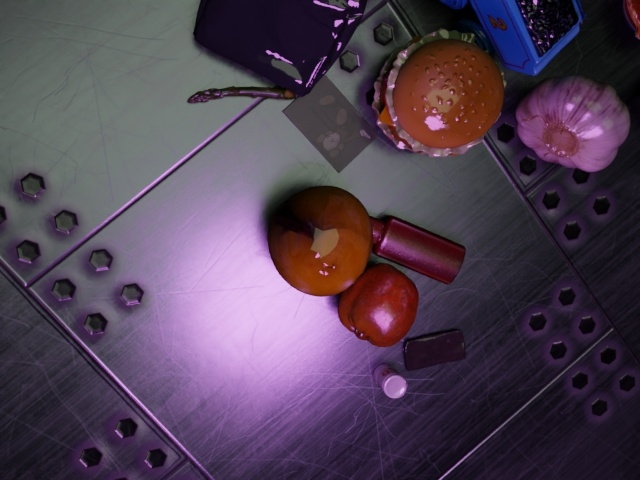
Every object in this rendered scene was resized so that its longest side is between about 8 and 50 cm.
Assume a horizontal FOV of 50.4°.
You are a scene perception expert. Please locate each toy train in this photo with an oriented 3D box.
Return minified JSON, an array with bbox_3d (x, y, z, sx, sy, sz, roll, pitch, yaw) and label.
[{"bbox_3d":[0.389,-0.504,1.416,0.188,0.265,0.300,-46,127,-4],"label":"toy train"}]

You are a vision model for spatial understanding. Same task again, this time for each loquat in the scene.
[{"bbox_3d":[0.000,0.000,1.435,0.235,0.235,0.234,-2,98,-12],"label":"loquat"}]

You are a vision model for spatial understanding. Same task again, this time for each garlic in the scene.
[{"bbox_3d":[0.589,-0.292,1.554,0.245,0.245,0.253,50,54,-14],"label":"garlic"}]

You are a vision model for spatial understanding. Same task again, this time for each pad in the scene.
[{"bbox_3d":[0.024,-0.262,1.520,0.127,0.004,0.190,-45,104,-4],"label":"pad"}]

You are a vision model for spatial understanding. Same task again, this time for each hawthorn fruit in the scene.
[{"bbox_3d":[0.132,0.143,1.518,0.189,0.189,0.189,-2,98,-12],"label":"hawthorn fruit"}]

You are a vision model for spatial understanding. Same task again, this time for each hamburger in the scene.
[{"bbox_3d":[0.259,-0.310,1.456,0.275,0.212,0.274,-2,98,-13],"label":"hamburger"}]

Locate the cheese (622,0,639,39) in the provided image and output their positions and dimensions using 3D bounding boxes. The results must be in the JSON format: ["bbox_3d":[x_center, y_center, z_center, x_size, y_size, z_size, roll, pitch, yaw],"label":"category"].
[{"bbox_3d":[0.820,-0.598,1.587,0.217,0.129,0.329,24,80,-11],"label":"cheese"}]

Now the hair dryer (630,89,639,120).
[{"bbox_3d":[0.930,-0.323,1.672,0.244,0.116,0.302,-43,116,-4],"label":"hair dryer"}]

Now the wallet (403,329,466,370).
[{"bbox_3d":[0.276,0.265,1.641,0.157,0.018,0.082,-11,101,-11],"label":"wallet"}]

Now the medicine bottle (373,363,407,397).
[{"bbox_3d":[0.162,0.328,1.588,0.057,0.089,0.057,-2,98,-12],"label":"medicine bottle"}]

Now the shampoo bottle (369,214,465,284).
[{"bbox_3d":[0.202,0.012,1.565,0.260,0.064,0.102,22,93,-15],"label":"shampoo bottle"}]

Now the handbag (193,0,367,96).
[{"bbox_3d":[-0.085,-0.474,1.395,0.302,0.177,0.275,24,135,-13],"label":"handbag"}]

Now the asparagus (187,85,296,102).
[{"bbox_3d":[-0.167,-0.314,1.458,0.236,0.027,0.034,-4,88,-12],"label":"asparagus"}]
